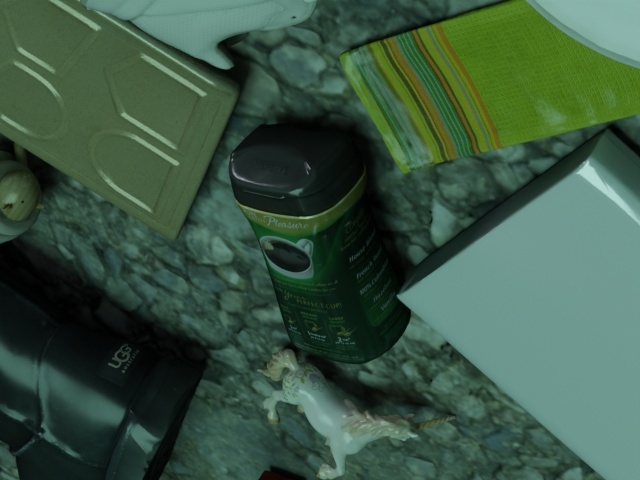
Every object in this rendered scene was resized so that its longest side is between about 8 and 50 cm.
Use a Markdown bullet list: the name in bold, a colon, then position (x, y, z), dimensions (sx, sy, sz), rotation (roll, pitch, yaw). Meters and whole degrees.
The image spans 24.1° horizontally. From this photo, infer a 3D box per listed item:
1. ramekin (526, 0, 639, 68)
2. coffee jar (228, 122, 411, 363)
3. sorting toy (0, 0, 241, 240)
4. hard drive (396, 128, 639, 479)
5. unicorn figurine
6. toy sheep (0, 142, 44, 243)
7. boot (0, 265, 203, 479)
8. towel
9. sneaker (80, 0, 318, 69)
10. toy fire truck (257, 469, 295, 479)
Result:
- **ramekin**: position (0.186, -0.197, 0.707), dimensions (0.273, 0.127, 0.273), rotation (19, 138, 18)
- **coffee jar**: position (0.000, 0.000, 1.113), dimensions (0.096, 0.079, 0.184), rotation (13, 137, 36)
- **sorting toy**: position (-0.213, -0.141, 1.158), dimensions (0.307, 0.041, 0.229), rotation (32, 145, 2)
- **hard drive**: position (0.251, 0.099, 1.061), dimensions (0.353, 0.047, 0.233), rotation (41, 141, -8)
- **unicorn figurine**: position (0.015, 0.151, 1.270), dimensions (0.162, 0.060, 0.111), rotation (33, 142, 2)
- **toy sheep**: position (-0.285, -0.039, 1.276), dimensions (0.132, 0.091, 0.091), rotation (-5, 126, 43)
- **boot**: position (-0.360, 0.133, 1.446), dimensions (0.445, 0.146, 0.367), rotation (28, 131, 3)
- **towel**: position (0.123, -0.105, 0.965), dimensions (0.237, 0.021, 0.102), rotation (-12, 123, 42)
- **sneaker**: position (-0.032, -0.205, 0.932), dimensions (0.129, 0.111, 0.297), rotation (32, 148, -21)
- **toy fire truck**: position (-0.058, 0.293, 1.406), dimensions (0.047, 0.135, 0.192), rotation (17, 137, 22)
